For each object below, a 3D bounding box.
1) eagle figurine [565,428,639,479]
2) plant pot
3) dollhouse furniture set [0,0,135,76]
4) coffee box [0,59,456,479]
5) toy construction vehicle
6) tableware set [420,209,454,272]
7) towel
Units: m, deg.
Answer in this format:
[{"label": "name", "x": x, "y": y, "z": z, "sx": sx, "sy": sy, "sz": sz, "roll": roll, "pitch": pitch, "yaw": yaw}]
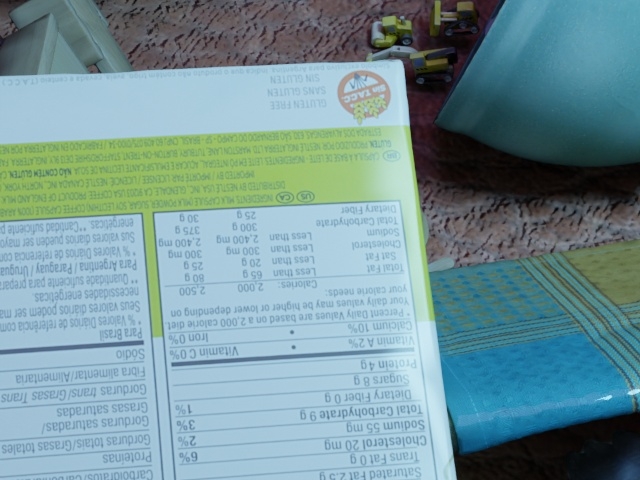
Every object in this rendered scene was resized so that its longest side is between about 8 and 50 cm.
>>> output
[{"label": "eagle figurine", "x": 0.352, "y": 0.197, "z": 1.221, "sx": 0.226, "sy": 0.225, "sz": 0.298, "roll": 19, "pitch": -1, "yaw": -43}, {"label": "plant pot", "x": 0.248, "y": -0.177, "z": 1.448, "sx": 0.196, "sy": 0.293, "sz": 0.293, "roll": 29, "pitch": 52, "yaw": 0}, {"label": "dollhouse furniture set", "x": -0.285, "y": -0.024, "z": 1.391, "sx": 0.303, "sy": 0.198, "sz": 0.286, "roll": -26, "pitch": 27, "yaw": 11}, {"label": "coffee box", "x": -0.122, "y": 0.118, "z": 1.058, "sx": 0.338, "sy": 0.338, "sz": 0.334, "roll": -4, "pitch": 70, "yaw": -9}, {"label": "toy construction vehicle", "x": 0.090, "y": -0.180, "z": 1.565, "sx": 0.098, "sy": 0.035, "sz": 0.086, "roll": -2, "pitch": 50, "yaw": 11}, {"label": "tableware set", "x": 0.000, "y": 0.000, "z": 1.414, "sx": 0.194, "sy": 0.039, "sz": 0.128, "roll": -22, "pitch": 55, "yaw": -22}, {"label": "towel", "x": 0.234, "y": 0.060, "z": 1.284, "sx": 0.370, "sy": 0.040, "sz": 0.271, "roll": -9, "pitch": 20, "yaw": -6}]
